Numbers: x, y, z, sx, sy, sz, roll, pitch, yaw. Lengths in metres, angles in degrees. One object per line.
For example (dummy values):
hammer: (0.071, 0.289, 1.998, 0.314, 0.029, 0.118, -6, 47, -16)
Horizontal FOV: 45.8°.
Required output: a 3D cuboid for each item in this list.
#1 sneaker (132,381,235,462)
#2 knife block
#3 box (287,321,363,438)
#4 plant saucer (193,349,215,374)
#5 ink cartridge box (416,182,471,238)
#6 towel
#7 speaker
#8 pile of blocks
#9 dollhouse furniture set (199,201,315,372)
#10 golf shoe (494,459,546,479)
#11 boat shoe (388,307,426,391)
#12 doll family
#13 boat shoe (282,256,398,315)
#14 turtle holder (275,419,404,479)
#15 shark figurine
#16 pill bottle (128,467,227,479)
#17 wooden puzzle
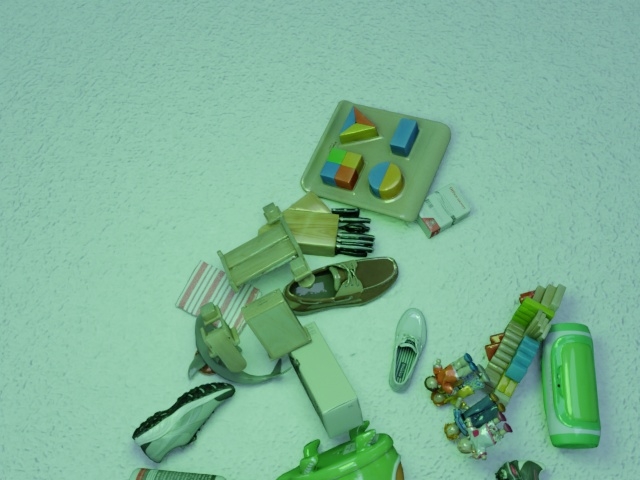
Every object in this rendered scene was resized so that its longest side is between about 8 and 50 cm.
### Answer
sneaker: (-0.327, 0.443, 1.877, 0.271, 0.100, 0.108, -32, 102, -18)
knife block: (0.000, 0.000, 2.045, 0.275, 0.088, 0.242, -37, 73, -14)
box: (0.003, 0.335, 1.843, 0.094, 0.113, 0.275, -22, 41, -10)
plant saucer: (-0.286, 0.308, 1.962, 0.083, 0.013, 0.084, 0, 68, 0)
ink cartridge box: (0.333, -0.082, 2.099, 0.135, 0.056, 0.099, -28, 71, -10)
towel: (-0.271, 0.155, 2.016, 0.197, 0.029, 0.144, 26, 73, 9)
speaker: (0.625, 0.363, 1.893, 0.131, 0.131, 0.297, 3, 69, 0)
pile of blocks: (0.495, 0.248, 1.924, 0.112, 0.149, 0.362, 29, 72, 10)
dollhouse furniture set: (-0.168, 0.121, 1.924, 0.303, 0.174, 0.356, -28, 41, 0)
golf shoe: (0.508, 0.657, 1.792, 0.120, 0.105, 0.273, -5, 69, -11)
boat shoe: (0.230, 0.276, 1.947, 0.083, 0.076, 0.226, 11, 69, 3)
doll family: (0.360, 0.412, 1.867, 0.163, 0.118, 0.263, -35, 65, 20)
boat shoe: (0.055, 0.114, 1.986, 0.324, 0.116, 0.123, -19, 70, -8)
turtle holder: (0.045, 0.578, 1.741, 0.320, 0.243, 0.228, -21, 85, -24)
shark figurine: (-0.226, 0.306, 1.900, 0.278, 0.116, 0.166, 31, 72, 5)
pill bottle: (-0.304, 0.624, 1.759, 0.283, 0.161, 0.161, 5, 69, 2)
wooden puzzle: (0.153, -0.240, 2.118, 0.347, 0.080, 0.322, 19, 69, 18)
